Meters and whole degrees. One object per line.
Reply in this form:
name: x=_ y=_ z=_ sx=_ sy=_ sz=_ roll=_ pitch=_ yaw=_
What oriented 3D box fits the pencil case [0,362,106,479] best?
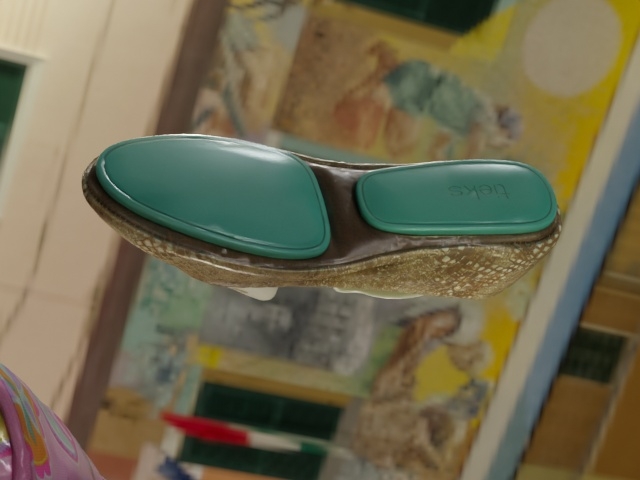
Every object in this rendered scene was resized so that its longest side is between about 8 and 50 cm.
pencil case: x=-0.159 y=0.127 z=0.702 sx=0.284 sy=0.124 sz=0.124 roll=80 pitch=16 yaw=-72

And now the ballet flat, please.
ballet flat: x=0.000 y=0.000 z=0.658 sx=0.067 sy=0.206 sz=0.073 roll=111 pitch=-22 yaw=-47
